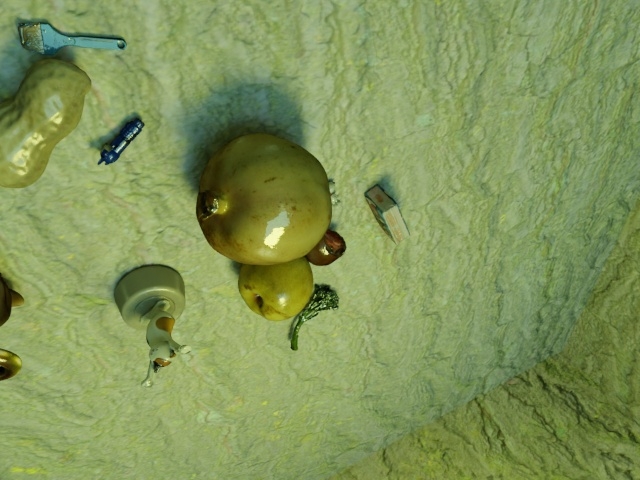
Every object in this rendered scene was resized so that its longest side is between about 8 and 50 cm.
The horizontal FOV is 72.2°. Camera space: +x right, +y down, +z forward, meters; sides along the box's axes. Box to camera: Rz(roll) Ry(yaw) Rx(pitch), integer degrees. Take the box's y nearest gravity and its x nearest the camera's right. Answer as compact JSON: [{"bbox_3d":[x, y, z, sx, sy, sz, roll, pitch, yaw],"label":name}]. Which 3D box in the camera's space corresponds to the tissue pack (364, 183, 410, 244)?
[{"bbox_3d":[0.197,-0.075,1.298,0.065,0.115,0.155,-35,135,1],"label":"tissue pack"}]

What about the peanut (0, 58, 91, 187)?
[{"bbox_3d":[-0.505,-0.205,0.764,0.123,0.123,0.256,29,106,-43],"label":"peanut"}]

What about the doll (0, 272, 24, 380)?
[{"bbox_3d":[-0.784,0.170,0.843,0.340,0.209,0.318,-20,127,-11],"label":"doll"}]

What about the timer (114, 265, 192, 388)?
[{"bbox_3d":[-0.395,0.208,1.071,0.175,0.266,0.175,-17,133,-19],"label":"timer"}]

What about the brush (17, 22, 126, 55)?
[{"bbox_3d":[-0.425,-0.346,0.762,0.164,0.014,0.051,-9,132,-26],"label":"brush"}]

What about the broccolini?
[{"bbox_3d":[-0.021,0.269,1.499,0.123,0.062,0.271,19,110,-24],"label":"broccolini"}]

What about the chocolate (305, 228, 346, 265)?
[{"bbox_3d":[0.000,0.000,1.245,0.127,0.124,0.133,-39,109,-13],"label":"chocolate"}]

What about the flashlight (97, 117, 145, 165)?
[{"bbox_3d":[-0.405,-0.200,0.885,0.035,0.057,0.121,43,94,-8],"label":"flashlight"}]

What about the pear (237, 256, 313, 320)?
[{"bbox_3d":[-0.116,0.109,1.210,0.209,0.209,0.209,-17,133,-19],"label":"pear"}]

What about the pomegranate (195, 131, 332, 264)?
[{"bbox_3d":[-0.132,-0.082,0.970,0.319,0.319,0.319,-17,133,-19],"label":"pomegranate"}]

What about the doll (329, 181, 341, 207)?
[{"bbox_3d":[0.023,-0.123,1.209,0.058,0.040,0.085,-33,137,-18],"label":"doll"}]
